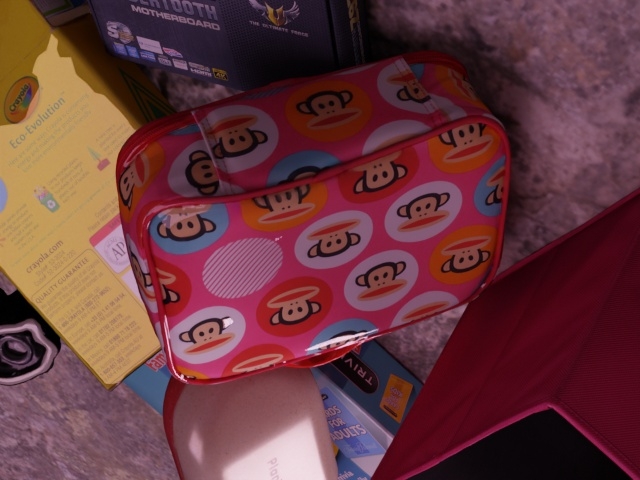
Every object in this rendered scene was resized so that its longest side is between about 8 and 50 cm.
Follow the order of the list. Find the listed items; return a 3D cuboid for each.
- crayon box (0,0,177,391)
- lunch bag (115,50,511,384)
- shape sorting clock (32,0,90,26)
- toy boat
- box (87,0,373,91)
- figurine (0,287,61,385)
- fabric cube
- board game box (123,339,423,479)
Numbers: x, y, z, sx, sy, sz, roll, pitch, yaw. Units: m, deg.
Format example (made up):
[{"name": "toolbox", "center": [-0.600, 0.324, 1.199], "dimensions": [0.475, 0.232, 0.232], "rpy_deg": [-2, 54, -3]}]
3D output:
[{"name": "crayon box", "center": [-0.210, -0.051, 1.194], "dimensions": [0.202, 0.081, 0.318], "rpy_deg": [-37, 97, 22]}, {"name": "lunch bag", "center": [0.000, 0.000, 1.057], "dimensions": [0.258, 0.293, 0.120], "rpy_deg": [86, 164, -46]}, {"name": "shape sorting clock", "center": [-0.290, -0.252, 1.182], "dimensions": [0.206, 0.040, 0.206], "rpy_deg": [10, 136, 10]}, {"name": "toy boat", "center": [-0.082, 0.175, 1.283], "dimensions": [0.151, 0.151, 0.231], "rpy_deg": [39, 150, 43]}, {"name": "box", "center": [-0.080, -0.199, 1.053], "dimensions": [0.233, 0.059, 0.183], "rpy_deg": [17, 146, 20]}, {"name": "figurine", "center": [-0.319, 0.001, 1.341], "dimensions": [0.092, 0.209, 0.215], "rpy_deg": [-23, 115, 16]}, {"name": "fabric cube", "center": [0.230, 0.156, 1.056], "dimensions": [0.254, 0.258, 0.259], "rpy_deg": [41, 140, -8]}, {"name": "board game box", "center": [-0.069, 0.133, 1.378], "dimensions": [0.336, 0.079, 0.254], "rpy_deg": [42, 140, -9]}]
